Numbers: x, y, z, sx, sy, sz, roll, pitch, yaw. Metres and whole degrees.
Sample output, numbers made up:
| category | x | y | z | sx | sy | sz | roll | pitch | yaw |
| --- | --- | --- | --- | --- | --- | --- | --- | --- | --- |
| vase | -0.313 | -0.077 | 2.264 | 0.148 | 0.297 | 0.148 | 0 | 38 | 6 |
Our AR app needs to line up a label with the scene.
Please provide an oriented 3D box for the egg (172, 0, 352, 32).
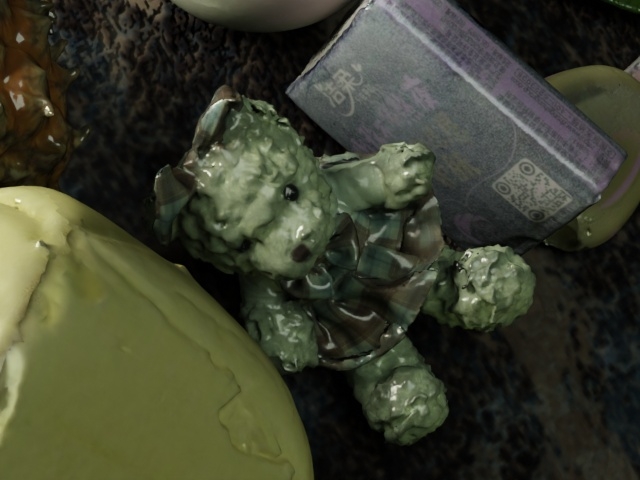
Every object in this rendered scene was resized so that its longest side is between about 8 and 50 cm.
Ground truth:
| category | x | y | z | sx | sy | sz | roll | pitch | yaw |
| --- | --- | --- | --- | --- | --- | --- | --- | --- | --- |
| egg | -0.031 | -0.161 | 0.853 | 0.135 | 0.103 | 0.103 | 1 | 70 | -25 |

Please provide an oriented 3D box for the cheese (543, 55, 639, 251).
| category | x | y | z | sx | sy | sz | roll | pitch | yaw |
| --- | --- | --- | --- | --- | --- | --- | --- | --- | --- |
| cheese | 0.175 | -0.077 | 0.955 | 0.097 | 0.037 | 0.192 | 49 | 58 | -1 |

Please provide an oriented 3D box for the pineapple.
| category | x | y | z | sx | sy | sz | roll | pitch | yaw |
| --- | --- | --- | --- | --- | --- | --- | --- | --- | --- |
| pineapple | -0.196 | -0.080 | 0.718 | 0.166 | 0.166 | 0.193 | -22 | 70 | -30 |

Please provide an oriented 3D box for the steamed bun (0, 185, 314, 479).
| category | x | y | z | sx | sy | sz | roll | pitch | yaw |
| --- | --- | --- | --- | --- | --- | --- | --- | --- | --- |
| steamed bun | -0.131 | 0.133 | 0.650 | 0.232 | 0.166 | 0.273 | 43 | 60 | -43 |

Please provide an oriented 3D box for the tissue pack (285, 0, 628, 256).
| category | x | y | z | sx | sy | sz | roll | pitch | yaw |
| --- | --- | --- | --- | --- | --- | --- | --- | --- | --- |
| tissue pack | 0.068 | -0.062 | 0.855 | 0.156 | 0.112 | 0.051 | 40 | 58 | -6 |

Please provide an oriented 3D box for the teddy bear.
| category | x | y | z | sx | sy | sz | roll | pitch | yaw |
| --- | --- | --- | --- | --- | --- | --- | --- | --- | --- |
| teddy bear | -0.001 | -0.004 | 0.798 | 0.213 | 0.111 | 0.133 | 37 | 97 | -28 |

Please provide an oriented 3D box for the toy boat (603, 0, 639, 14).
| category | x | y | z | sx | sy | sz | roll | pitch | yaw |
| --- | --- | --- | --- | --- | --- | --- | --- | --- | --- |
| toy boat | 0.170 | -0.192 | 0.988 | 0.210 | 0.052 | 0.104 | 18 | 61 | -13 |
